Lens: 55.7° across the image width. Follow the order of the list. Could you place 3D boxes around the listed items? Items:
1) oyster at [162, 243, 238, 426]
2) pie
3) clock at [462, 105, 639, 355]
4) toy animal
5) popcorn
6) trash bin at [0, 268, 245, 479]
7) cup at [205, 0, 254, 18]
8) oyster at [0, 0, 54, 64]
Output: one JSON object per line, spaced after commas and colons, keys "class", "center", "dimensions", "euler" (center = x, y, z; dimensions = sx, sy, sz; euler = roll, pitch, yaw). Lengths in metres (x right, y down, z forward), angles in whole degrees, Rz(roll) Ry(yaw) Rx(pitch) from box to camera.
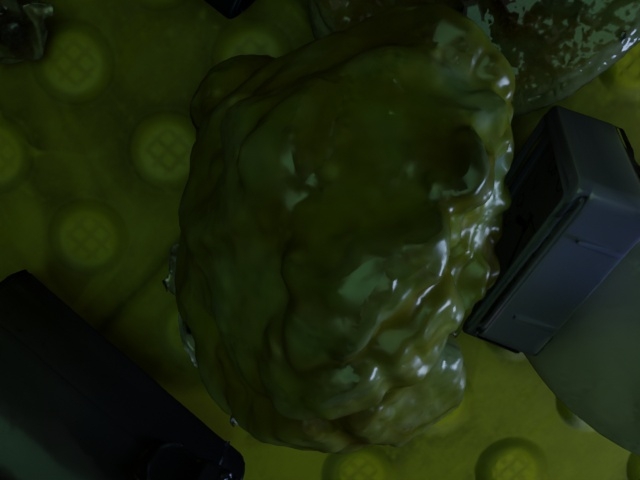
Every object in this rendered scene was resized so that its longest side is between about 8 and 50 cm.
{"class": "oyster", "center": [-0.115, 0.088, 0.654], "dimensions": [0.106, 0.061, 0.199], "euler": [9, 99, 15]}
{"class": "pie", "center": [0.135, -0.251, 0.539], "dimensions": [0.338, 0.075, 0.337], "euler": [3, 101, 17]}
{"class": "clock", "center": [0.203, -0.005, 0.556], "dimensions": [0.073, 0.144, 0.193], "euler": [20, 130, -4]}
{"class": "toy animal", "center": [0.356, 0.017, 0.549], "dimensions": [0.196, 0.241, 0.367], "euler": [29, 99, -9]}
{"class": "popcorn", "center": [-0.004, -0.002, 0.492], "dimensions": [0.293, 0.293, 0.333], "euler": [8, 83, 17]}
{"class": "trash bin", "center": [-0.249, 0.194, 0.586], "dimensions": [0.301, 0.203, 0.252], "euler": [45, 133, -8]}
{"class": "cup", "center": [-0.090, -0.297, 0.538], "dimensions": [0.138, 0.113, 0.150], "euler": [39, 99, -10]}
{"class": "oyster", "center": [-0.352, -0.311, 0.515], "dimensions": [0.275, 0.100, 0.270], "euler": [15, 95, -36]}
